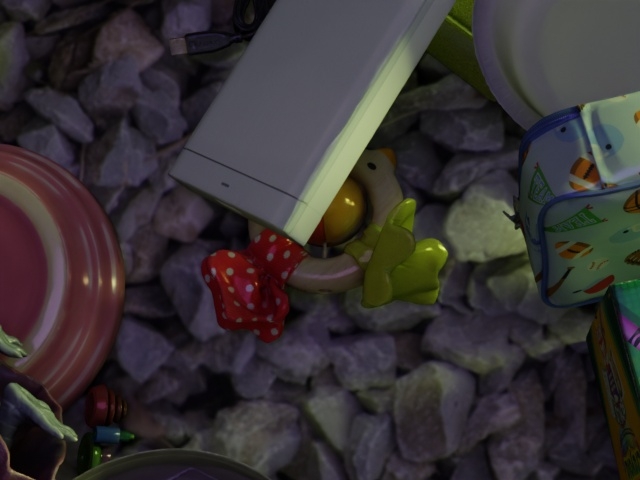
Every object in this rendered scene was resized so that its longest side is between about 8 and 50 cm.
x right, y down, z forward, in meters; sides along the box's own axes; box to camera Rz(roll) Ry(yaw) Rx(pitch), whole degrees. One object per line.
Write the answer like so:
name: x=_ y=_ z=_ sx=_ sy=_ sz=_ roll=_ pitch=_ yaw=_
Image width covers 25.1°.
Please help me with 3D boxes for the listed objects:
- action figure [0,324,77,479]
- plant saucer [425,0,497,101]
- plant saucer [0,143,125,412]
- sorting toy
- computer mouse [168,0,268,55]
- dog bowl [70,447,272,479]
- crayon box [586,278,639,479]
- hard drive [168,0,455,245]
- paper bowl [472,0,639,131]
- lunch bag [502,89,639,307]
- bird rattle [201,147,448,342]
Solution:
action figure: x=-0.400 y=0.262 z=1.349 sx=0.276 sy=0.248 sz=0.370 roll=39 pitch=98 yaw=-13
plant saucer: x=0.176 y=-0.276 z=1.541 sx=0.188 sy=0.045 sz=0.188 roll=39 pitch=84 yaw=13
plant saucer: x=-0.375 y=0.050 z=1.517 sx=0.332 sy=0.084 sz=0.332 roll=-1 pitch=77 yaw=6
sorting toy: x=-0.220 y=0.200 z=1.484 sx=0.042 sy=0.061 sz=0.102 roll=9 pitch=84 yaw=-26
computer mouse: x=-0.179 y=-0.281 z=1.583 sx=0.262 sy=0.060 sz=0.184 roll=-2 pitch=72 yaw=-5
dog bowl: x=-0.141 y=0.380 z=1.401 sx=0.349 sy=0.102 sz=0.348 roll=-1 pitch=77 yaw=6
crayon box: x=0.308 y=0.137 z=1.308 sx=0.081 sy=0.278 sz=0.165 roll=-13 pitch=76 yaw=3
hard drive: x=0.003 y=-0.182 z=1.460 sx=0.233 sy=0.047 sz=0.353 roll=26 pitch=82 yaw=52
paper bowl: x=0.287 y=-0.209 z=1.386 sx=0.284 sy=0.148 sz=0.284 roll=6 pitch=122 yaw=10
lunch bag: x=0.325 y=-0.043 z=1.350 sx=0.303 sy=0.243 sz=0.115 roll=-12 pitch=59 yaw=4
bird rattle: x=0.000 y=0.000 z=1.486 sx=0.254 sy=0.143 sz=0.206 roll=-7 pitch=64 yaw=19
